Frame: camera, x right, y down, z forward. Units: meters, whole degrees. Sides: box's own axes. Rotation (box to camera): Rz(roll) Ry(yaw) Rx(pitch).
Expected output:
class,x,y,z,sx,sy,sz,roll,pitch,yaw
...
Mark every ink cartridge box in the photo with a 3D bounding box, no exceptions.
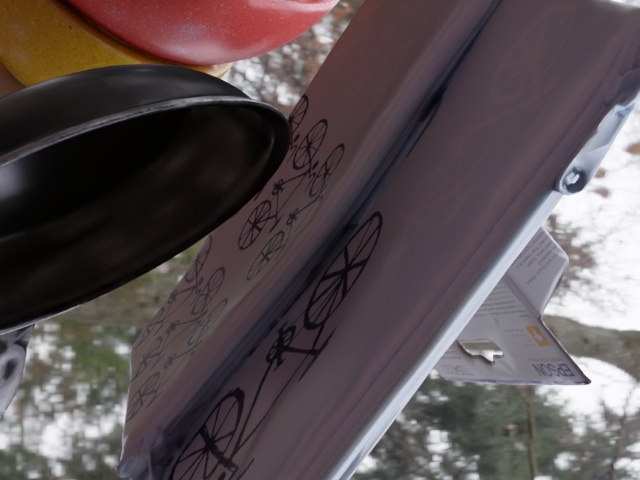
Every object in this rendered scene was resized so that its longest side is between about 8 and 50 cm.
class,x,y,z,sx,sy,sz,roll,pitch,yaw
ink cartridge box,0.097,-0.007,1.121,0.330,0.071,0.324,49,-16,-7

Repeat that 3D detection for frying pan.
class,x,y,z,sx,sy,sz,roll,pitch,yaw
frying pan,-0.111,0.008,0.534,0.053,0.197,0.326,62,-13,12

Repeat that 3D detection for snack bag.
class,x,y,z,sx,sy,sz,roll,pitch,yaw
snack bag,0.000,0.000,0.568,0.323,0.037,0.342,-54,-162,11

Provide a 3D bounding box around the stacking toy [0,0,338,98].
class,x,y,z,sx,sy,sz,roll,pitch,yaw
stacking toy,-0.140,-0.208,0.839,0.480,0.350,0.350,-43,-120,27
